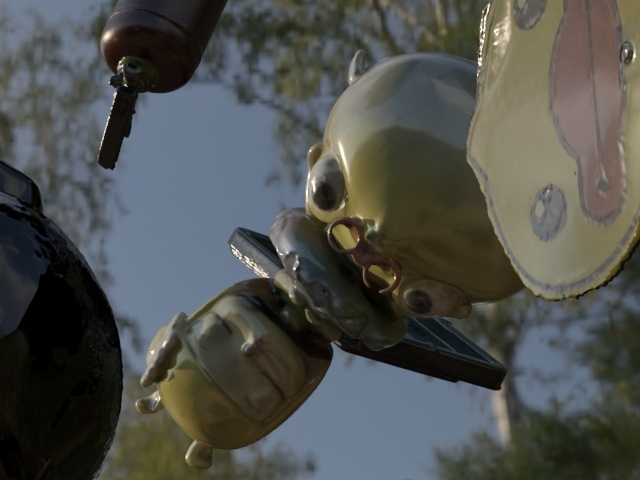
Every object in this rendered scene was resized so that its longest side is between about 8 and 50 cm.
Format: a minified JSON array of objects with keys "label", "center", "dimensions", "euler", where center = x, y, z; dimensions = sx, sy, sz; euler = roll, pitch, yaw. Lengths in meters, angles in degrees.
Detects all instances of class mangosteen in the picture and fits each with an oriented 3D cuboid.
[{"label":"mangosteen","center":[-0.208,0.068,0.912],"dimensions":[0.243,0.243,0.243],"euler":[-2,-40,-1]}]

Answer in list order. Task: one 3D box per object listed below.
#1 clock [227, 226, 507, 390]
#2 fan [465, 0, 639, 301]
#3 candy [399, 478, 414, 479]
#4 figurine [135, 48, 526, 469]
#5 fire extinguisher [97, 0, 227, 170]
[{"label":"clock","center":[0.051,0.086,1.924],"dimensions":[0.273,0.279,0.049],"euler":[19,-78,-39]},{"label":"fan","center":[0.148,-0.091,0.873],"dimensions":[0.011,0.229,0.335],"euler":[0,-12,-22]},{"label":"candy","center":[0.030,0.218,0.699],"dimensions":[0.119,0.119,0.440],"euler":[-2,-30,-1]},{"label":"figurine","center":[0.020,0.029,1.298],"dimensions":[0.394,0.274,0.226],"euler":[-44,-96,14]},{"label":"fire extinguisher","center":[-0.156,-0.226,1.697],"dimensions":[0.102,0.344,0.138],"euler":[21,-31,0]}]
